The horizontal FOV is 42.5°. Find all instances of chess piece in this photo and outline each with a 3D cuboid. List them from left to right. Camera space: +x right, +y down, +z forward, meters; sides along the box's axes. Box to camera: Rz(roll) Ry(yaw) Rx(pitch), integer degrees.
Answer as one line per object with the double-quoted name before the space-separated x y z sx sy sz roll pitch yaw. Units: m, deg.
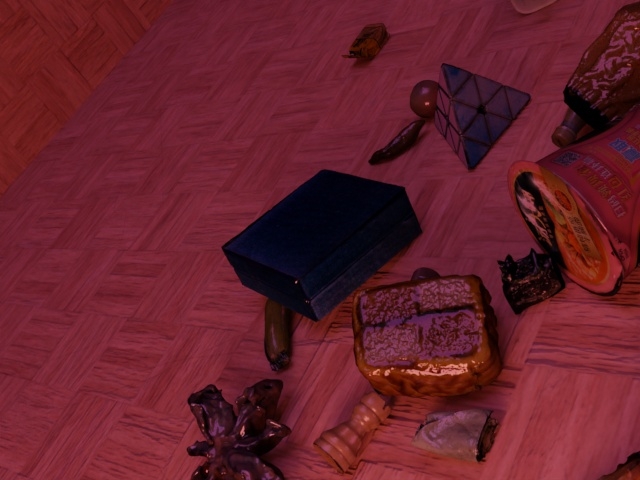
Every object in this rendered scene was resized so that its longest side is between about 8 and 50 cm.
"chess piece" 0.052 0.287 1.247 0.122 0.066 0.066 -43 34 -18

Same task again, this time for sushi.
"sushi" 0.320 0.057 1.253 0.083 0.085 0.056 -18 39 25

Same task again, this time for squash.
"squash" -0.080 0.164 1.525 0.052 0.052 0.184 -24 39 19

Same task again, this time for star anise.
"star anise" -0.141 0.324 1.335 0.198 0.111 0.258 -25 42 18

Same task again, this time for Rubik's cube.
"Rubik's cube" 0.274 -0.255 1.590 0.211 0.178 0.191 -17 42 29

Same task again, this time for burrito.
"burrito" 0.186 0.270 1.156 0.118 0.044 0.074 -3 49 36

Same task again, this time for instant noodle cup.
"instant noodle cup" 0.445 -0.082 1.202 0.255 0.244 0.244 -34 33 -8

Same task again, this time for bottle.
"bottle" 0.160 0.110 1.363 0.053 0.053 0.140 -7 45 37
"bottle" 0.499 -0.273 1.489 0.083 0.083 0.270 17 65 51

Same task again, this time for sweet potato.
"sweet potato" 0.164 -0.205 1.752 0.153 0.038 0.041 -37 9 15

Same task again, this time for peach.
"peach" 0.232 -0.303 1.770 0.083 0.083 0.083 -24 36 19

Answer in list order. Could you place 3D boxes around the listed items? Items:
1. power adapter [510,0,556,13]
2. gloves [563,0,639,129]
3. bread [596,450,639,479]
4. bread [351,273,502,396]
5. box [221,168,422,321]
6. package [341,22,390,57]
"power adapter" 0.461 -0.626 1.848 0.124 0.187 0.255 -23 36 22
"gloves" 0.570 -0.315 1.374 0.356 0.155 0.203 -42 73 -10
"bread" 0.323 0.297 0.926 0.140 0.169 0.160 -38 19 1
"bread" 0.155 0.143 1.240 0.222 0.096 0.182 -9 56 19
"box" 0.000 0.000 1.556 0.279 0.116 0.261 -38 33 -22
"package" 0.119 -0.507 2.144 0.071 0.047 0.131 8 56 44
